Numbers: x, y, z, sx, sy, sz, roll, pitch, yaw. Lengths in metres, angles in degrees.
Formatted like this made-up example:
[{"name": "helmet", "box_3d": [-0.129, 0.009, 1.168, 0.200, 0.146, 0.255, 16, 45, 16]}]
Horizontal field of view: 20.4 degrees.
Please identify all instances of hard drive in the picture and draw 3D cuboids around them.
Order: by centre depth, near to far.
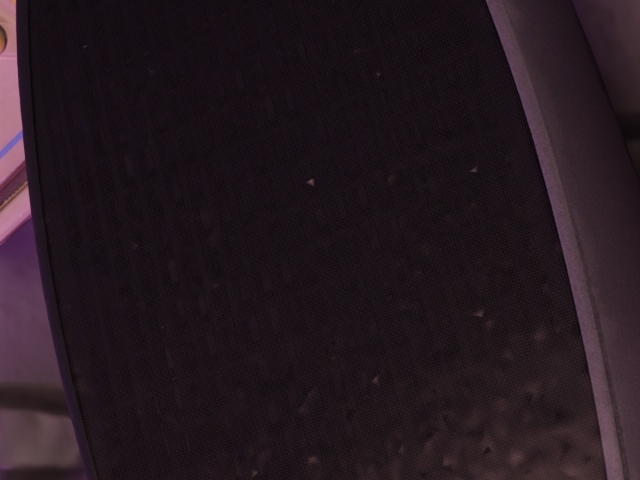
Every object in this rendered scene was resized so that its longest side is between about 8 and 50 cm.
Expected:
[{"name": "hard drive", "box_3d": [0.000, 0.000, 0.491, 0.172, 0.054, 0.255, -21, 66, 15]}]

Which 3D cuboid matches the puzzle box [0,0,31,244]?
[{"name": "puzzle box", "box_3d": [-0.073, -0.207, 0.564, 0.409, 0.052, 0.272, -42, 97, 19]}]
